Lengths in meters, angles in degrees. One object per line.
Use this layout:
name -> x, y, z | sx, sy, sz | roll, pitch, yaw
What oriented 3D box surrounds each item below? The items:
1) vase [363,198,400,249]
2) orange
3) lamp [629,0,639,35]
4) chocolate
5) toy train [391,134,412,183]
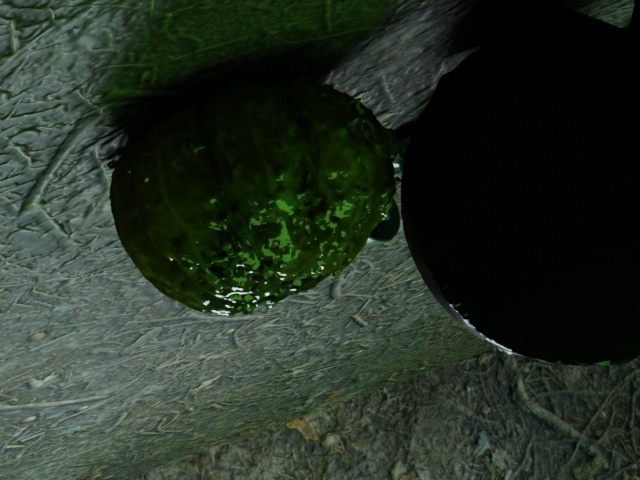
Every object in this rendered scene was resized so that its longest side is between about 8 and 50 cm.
vase -> 0.000, 0.000, 2.139 | 0.096, 0.096, 0.219 | -7, 162, -46
orange -> -0.063, -0.040, 1.634 | 0.301, 0.223, 0.300 | -14, 169, -31
lamp -> 0.416, -0.263, 1.638 | 0.177, 0.177, 0.274 | -22, 164, -2
chocolate -> 0.260, -0.063, 1.733 | 0.384, 0.383, 0.331 | -23, -171, 3
toy train -> 0.191, -0.092, 2.017 | 0.188, 0.132, 0.243 | -34, 164, 10
